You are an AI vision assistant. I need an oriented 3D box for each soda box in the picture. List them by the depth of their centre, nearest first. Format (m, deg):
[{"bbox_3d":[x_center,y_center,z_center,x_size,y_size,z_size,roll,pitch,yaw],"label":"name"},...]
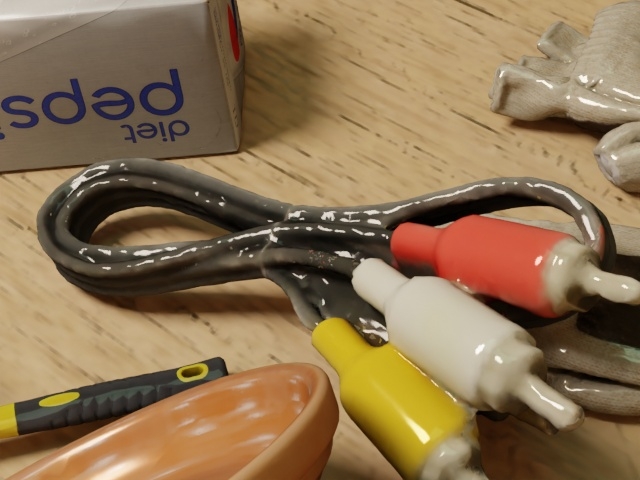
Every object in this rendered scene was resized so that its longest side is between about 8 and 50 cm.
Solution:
[{"bbox_3d":[-0.185,-0.095,0.740,0.286,0.098,0.091,-4,45,4],"label":"soda box"}]

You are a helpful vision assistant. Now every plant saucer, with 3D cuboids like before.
[{"bbox_3d":[-0.080,0.104,0.502,0.200,0.037,0.200,-27,7,4],"label":"plant saucer"}]

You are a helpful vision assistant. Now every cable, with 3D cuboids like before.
[{"bbox_3d":[0.000,0.000,0.604,0.287,0.072,0.139,27,74,31],"label":"cable"}]

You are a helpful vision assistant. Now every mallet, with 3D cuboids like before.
[{"bbox_3d":[-0.130,0.081,0.602,0.190,0.039,0.062,-7,42,-3],"label":"mallet"}]

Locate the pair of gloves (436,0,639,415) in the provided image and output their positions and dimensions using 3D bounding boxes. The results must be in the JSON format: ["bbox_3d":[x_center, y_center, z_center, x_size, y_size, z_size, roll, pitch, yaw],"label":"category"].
[{"bbox_3d":[0.149,-0.026,0.656,0.204,0.042,0.240,19,50,25],"label":"pair of gloves"}]
